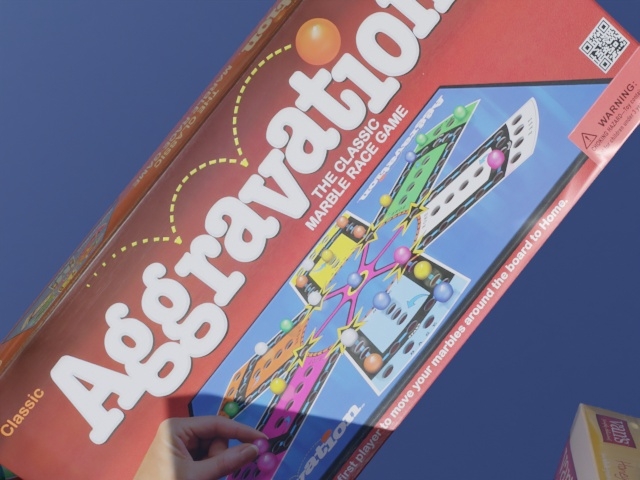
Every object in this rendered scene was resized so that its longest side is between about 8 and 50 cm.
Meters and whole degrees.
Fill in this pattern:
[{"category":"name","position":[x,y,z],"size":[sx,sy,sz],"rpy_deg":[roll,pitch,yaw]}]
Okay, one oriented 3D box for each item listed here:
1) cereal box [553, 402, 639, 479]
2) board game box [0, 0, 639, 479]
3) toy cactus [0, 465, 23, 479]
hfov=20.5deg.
[{"category":"cereal box","position":[0.105,0.213,0.778],"size":[0.173,0.047,0.240],"rpy_deg":[-83,-172,-72]},{"category":"board game box","position":[0.000,0.000,0.688],"size":[0.281,0.145,0.027],"rpy_deg":[-52,-159,-1]},{"category":"toy cactus","position":[-0.178,0.131,0.748],"size":[0.112,0.219,0.180],"rpy_deg":[33,-57,26]}]
